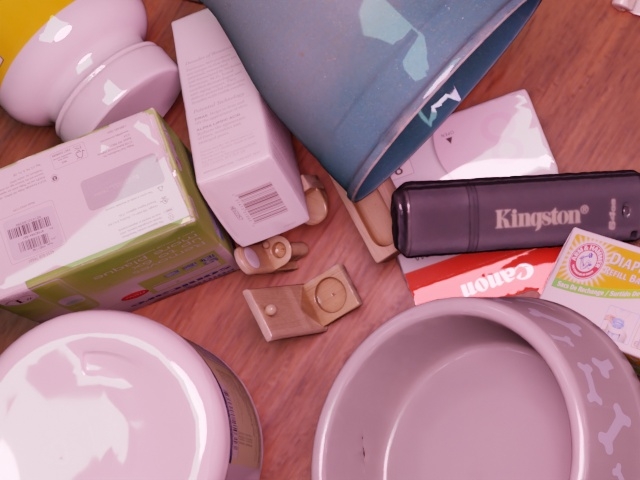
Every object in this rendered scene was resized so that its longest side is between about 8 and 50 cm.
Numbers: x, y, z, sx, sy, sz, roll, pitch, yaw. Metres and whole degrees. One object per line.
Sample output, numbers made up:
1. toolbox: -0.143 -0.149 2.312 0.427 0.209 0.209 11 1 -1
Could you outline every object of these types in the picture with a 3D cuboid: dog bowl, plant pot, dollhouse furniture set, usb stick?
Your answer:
1. dog bowl: 0.139 0.211 1.454 0.349 0.102 0.348 -13 69 35
2. plant pot: 0.031 -0.221 1.472 0.255 0.271 0.271 43 87 5
3. dollhouse furniture set: 0.000 0.000 1.553 0.151 0.123 0.144 -33 77 25
4. usb stick: 0.204 -0.028 1.550 0.278 0.045 0.077 -4 93 -14

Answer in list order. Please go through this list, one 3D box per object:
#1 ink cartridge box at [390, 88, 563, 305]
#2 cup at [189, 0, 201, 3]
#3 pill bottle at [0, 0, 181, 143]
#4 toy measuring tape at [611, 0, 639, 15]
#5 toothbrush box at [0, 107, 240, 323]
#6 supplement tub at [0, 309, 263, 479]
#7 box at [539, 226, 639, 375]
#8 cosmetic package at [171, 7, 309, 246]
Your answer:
1. ink cartridge box: 0.166 -0.019 1.602 0.189 0.066 0.232 -20 75 2
2. cup: -0.110 -0.442 1.610 0.331 0.237 0.331 -1 79 6
3. pill bottle: -0.306 -0.245 1.620 0.188 0.188 0.334 -44 79 -3
4. toy measuring tape: 0.466 -0.221 1.576 0.330 0.121 0.121 20 83 9
5. toothbrush box: -0.210 -0.009 1.521 0.206 0.283 0.122 -21 80 1
6. supplement tub: -0.181 0.197 1.460 0.235 0.325 0.235 -1 80 5
7. box: 0.327 0.076 1.493 0.203 0.114 0.103 20 81 44
8. cosmetic package: -0.084 -0.123 1.567 0.085 0.117 0.231 -21 50 8
